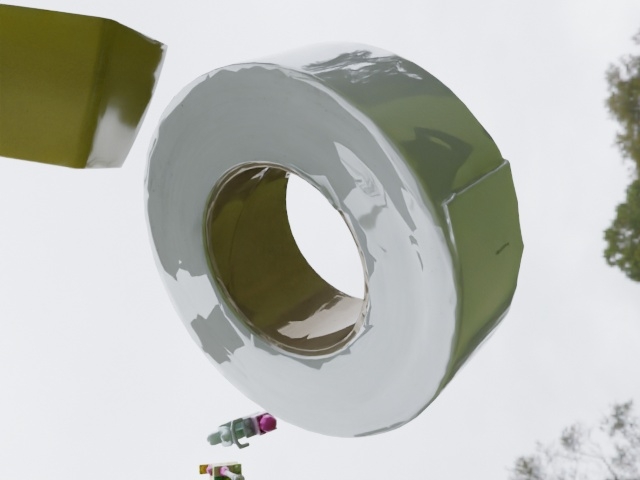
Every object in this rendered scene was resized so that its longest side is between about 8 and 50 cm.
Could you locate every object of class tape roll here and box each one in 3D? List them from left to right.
[{"bbox_3d":[0.000,0.000,0.543,0.100,0.286,0.286,-30,-62,-47],"label":"tape roll"}]

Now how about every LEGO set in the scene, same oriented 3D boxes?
[{"bbox_3d":[-0.057,0.344,0.824,0.132,0.107,0.286,-23,-92,-22],"label":"LEGO set"}]

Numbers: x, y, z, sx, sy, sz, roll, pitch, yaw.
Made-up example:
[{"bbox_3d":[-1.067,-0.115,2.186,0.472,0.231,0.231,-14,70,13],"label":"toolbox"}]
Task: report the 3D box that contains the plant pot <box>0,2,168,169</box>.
[{"bbox_3d":[-0.347,-0.196,0.970,0.212,0.212,0.187,-40,-42,-81],"label":"plant pot"}]
